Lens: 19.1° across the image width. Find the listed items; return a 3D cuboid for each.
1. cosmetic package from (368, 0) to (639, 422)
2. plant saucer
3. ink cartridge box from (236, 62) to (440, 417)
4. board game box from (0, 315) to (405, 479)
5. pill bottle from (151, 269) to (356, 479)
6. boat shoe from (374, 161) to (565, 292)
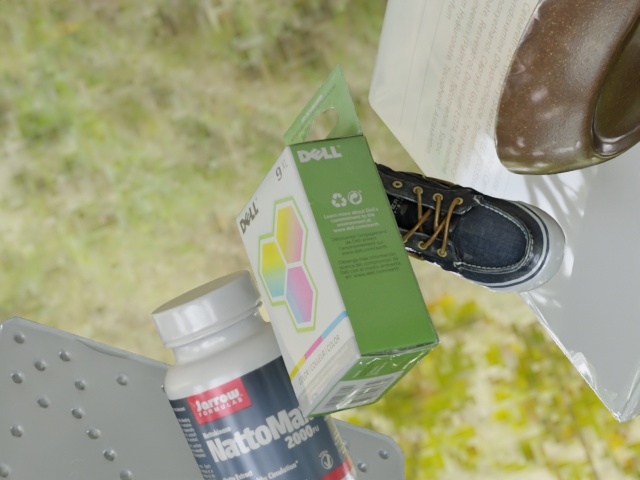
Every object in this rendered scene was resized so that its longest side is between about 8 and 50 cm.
[{"bbox_3d":[0.291,-0.138,1.559,0.329,0.394,0.327,-24,151,-23],"label":"cosmetic package"},{"bbox_3d":[0.162,-0.108,0.940,0.198,0.036,0.198,-41,154,-26],"label":"plant saucer"},{"bbox_3d":[0.000,0.000,1.264,0.062,0.209,0.109,-9,158,-26],"label":"ink cartridge box"},{"bbox_3d":[-0.111,0.278,1.561,0.390,0.390,0.050,20,135,-19],"label":"board game box"},{"bbox_3d":[-0.055,0.120,1.423,0.108,0.180,0.108,-24,-175,2],"label":"pill bottle"},{"bbox_3d":[0.079,-0.010,1.315,0.083,0.065,0.183,16,-179,-41],"label":"boat shoe"}]
